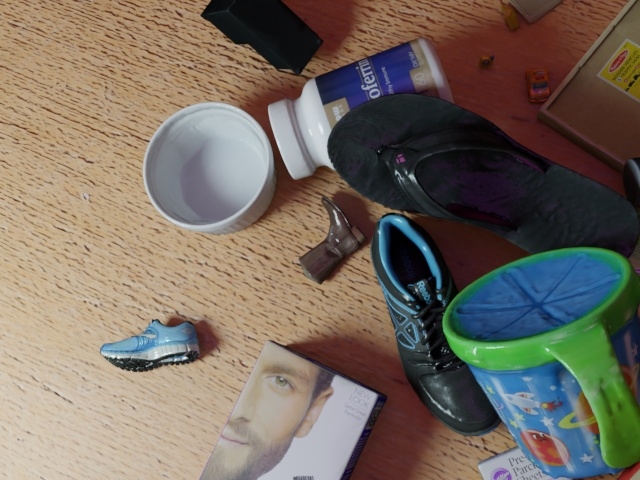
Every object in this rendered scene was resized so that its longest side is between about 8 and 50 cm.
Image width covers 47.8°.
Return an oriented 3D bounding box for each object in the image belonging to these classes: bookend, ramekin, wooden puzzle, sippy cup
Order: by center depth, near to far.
[{"bbox_3d":[0.298,0.158,0.892,0.240,0.305,0.224,-13,109,36],"label":"sippy cup"},{"bbox_3d":[-0.166,-0.106,1.154,0.207,0.109,0.207,-3,77,11],"label":"ramekin"},{"bbox_3d":[0.342,-0.394,1.167,0.116,0.014,0.078,-30,78,4],"label":"wooden puzzle"},{"bbox_3d":[-0.100,-0.355,1.206,0.157,0.156,0.072,37,85,-27],"label":"bookend"}]

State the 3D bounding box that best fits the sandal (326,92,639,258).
[{"bbox_3d":[0.222,-0.083,0.979,0.445,0.107,0.168,21,100,5],"label":"sandal"}]

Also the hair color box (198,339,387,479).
[{"bbox_3d":[-0.061,0.336,1.035,0.185,0.110,0.339,23,81,16],"label":"hair color box"}]

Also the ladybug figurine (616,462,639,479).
[{"bbox_3d":[0.518,0.317,0.867,0.449,0.162,0.305,-31,102,2],"label":"ladybug figurine"}]

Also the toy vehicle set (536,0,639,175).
[{"bbox_3d":[0.480,-0.246,1.093,0.166,0.035,0.267,40,88,17],"label":"toy vehicle set"}]

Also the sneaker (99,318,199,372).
[{"bbox_3d":[-0.270,0.164,1.149,0.162,0.063,0.073,-7,59,5],"label":"sneaker"}]

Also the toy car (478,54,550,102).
[{"bbox_3d":[0.303,-0.255,1.129,0.122,0.040,0.060,12,80,13],"label":"toy car"}]

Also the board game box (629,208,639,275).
[{"bbox_3d":[0.453,0.009,1.037,0.181,0.043,0.092,29,84,16],"label":"board game box"}]

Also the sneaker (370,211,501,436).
[{"bbox_3d":[0.152,0.117,1.024,0.125,0.139,0.341,-27,75,3],"label":"sneaker"}]

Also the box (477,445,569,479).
[{"bbox_3d":[0.375,0.272,0.983,0.324,0.063,0.067,-24,74,5],"label":"box"}]

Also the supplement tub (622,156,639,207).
[{"bbox_3d":[0.532,-0.095,1.004,0.198,0.106,0.106,-9,76,3],"label":"supplement tub"}]

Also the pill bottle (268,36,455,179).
[{"bbox_3d":[0.063,-0.195,1.106,0.264,0.153,0.153,-20,74,7],"label":"pill bottle"}]

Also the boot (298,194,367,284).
[{"bbox_3d":[0.000,0.000,1.137,0.114,0.037,0.106,-43,71,5],"label":"boot"}]
